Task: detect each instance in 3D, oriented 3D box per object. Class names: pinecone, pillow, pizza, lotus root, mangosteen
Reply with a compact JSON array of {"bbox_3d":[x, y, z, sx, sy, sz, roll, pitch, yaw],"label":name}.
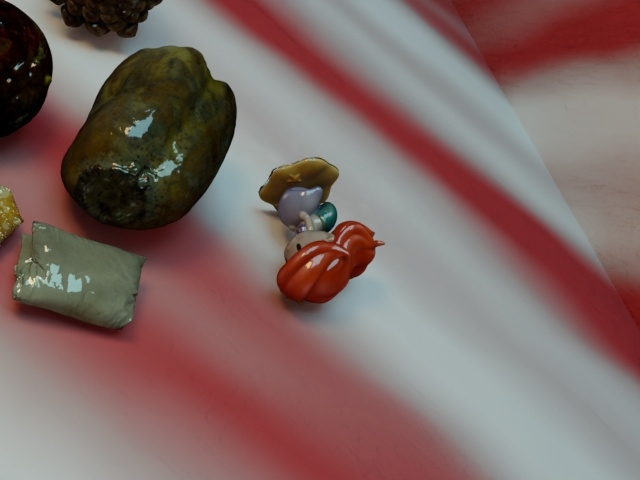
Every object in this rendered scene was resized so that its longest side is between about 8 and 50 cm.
[{"bbox_3d":[-0.432,-0.544,1.550,0.264,0.264,0.264,22,40,-20],"label":"pinecone"},{"bbox_3d":[-0.354,0.056,1.126,0.181,0.078,0.134,20,44,-28],"label":"pillow"},{"bbox_3d":[-0.502,-0.039,1.133,0.099,0.036,0.160,-10,59,-44],"label":"pizza"},{"bbox_3d":[-0.288,-0.161,1.276,0.250,0.250,0.346,30,39,-11],"label":"lotus root"},{"bbox_3d":[-0.567,-0.281,1.210,0.289,0.231,0.231,20,28,30],"label":"mangosteen"}]

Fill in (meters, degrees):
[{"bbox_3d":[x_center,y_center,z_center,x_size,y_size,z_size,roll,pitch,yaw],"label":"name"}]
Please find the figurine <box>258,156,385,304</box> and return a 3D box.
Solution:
[{"bbox_3d":[0.001,-0.005,1.408,0.208,0.181,0.257,37,33,-54],"label":"figurine"}]
